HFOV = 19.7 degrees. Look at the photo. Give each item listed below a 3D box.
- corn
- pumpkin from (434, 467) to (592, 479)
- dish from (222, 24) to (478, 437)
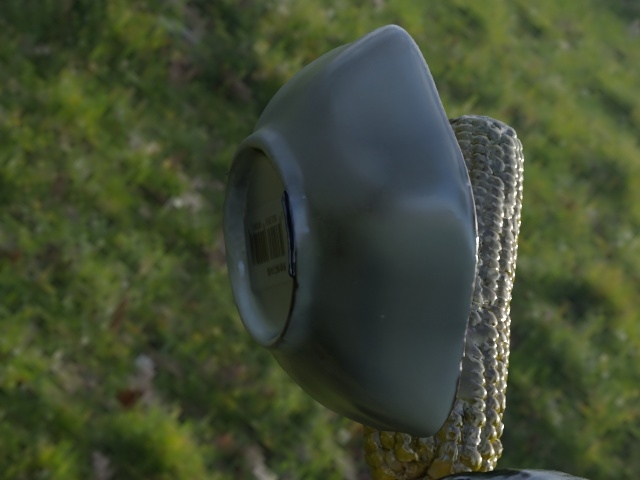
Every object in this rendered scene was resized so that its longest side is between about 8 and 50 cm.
[{"bbox_3d":[0.087,0.046,1.242,0.097,0.097,0.319,37,48,-32],"label":"corn"},{"bbox_3d":[0.082,0.237,0.984,0.260,0.260,0.189,-108,-172,-79],"label":"pumpkin"},{"bbox_3d":[0.000,0.000,0.804,0.066,0.190,0.190,-4,26,-21],"label":"dish"}]
